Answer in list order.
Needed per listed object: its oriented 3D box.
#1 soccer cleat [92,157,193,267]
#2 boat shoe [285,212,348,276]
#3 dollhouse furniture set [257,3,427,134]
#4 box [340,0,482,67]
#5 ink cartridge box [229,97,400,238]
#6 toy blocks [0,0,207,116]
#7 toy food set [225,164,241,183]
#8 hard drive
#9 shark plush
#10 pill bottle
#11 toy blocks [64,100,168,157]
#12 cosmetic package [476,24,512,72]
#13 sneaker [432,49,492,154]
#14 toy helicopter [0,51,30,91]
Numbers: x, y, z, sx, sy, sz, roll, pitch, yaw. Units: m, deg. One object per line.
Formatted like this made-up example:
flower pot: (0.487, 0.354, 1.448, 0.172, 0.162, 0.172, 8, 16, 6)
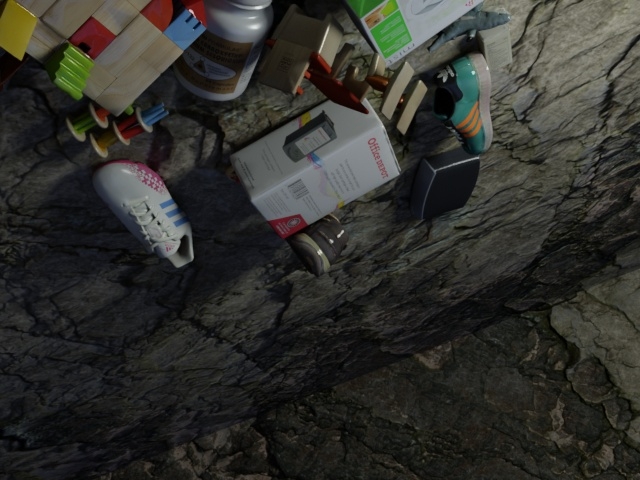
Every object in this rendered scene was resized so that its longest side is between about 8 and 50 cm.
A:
soccer cleat: (-0.346, -0.049, 1.628, 0.116, 0.143, 0.331, -26, 153, 7)
boat shoe: (0.000, 0.000, 1.865, 0.130, 0.132, 0.355, -36, -168, -4)
dollhouse furniture set: (0.006, -0.267, 1.312, 0.135, 0.262, 0.259, -65, 153, -2)
box: (0.158, -0.430, 1.258, 0.262, 0.126, 0.231, -34, 165, 8)
ink cartridge box: (-0.007, -0.158, 1.676, 0.306, 0.131, 0.226, -30, 153, 1)
toy blocks: (-0.305, -0.356, 1.089, 0.261, 0.190, 0.381, -42, 141, 9)
toy food set: (-0.163, -0.151, 1.714, 0.083, 0.020, 0.083, -23, 153, 0)
hard drive: (0.326, -0.145, 2.058, 0.172, 0.054, 0.254, -17, 153, -11)
shark plush: (0.279, -0.411, 1.516, 0.161, 0.067, 0.073, -22, 154, -1)
pill bottle: (-0.147, -0.343, 1.250, 0.131, 0.131, 0.229, -6, 149, -29)
toy blocks: (-0.358, -0.218, 1.407, 0.148, 0.054, 0.123, -27, 153, 10)
cosmetic package: (0.357, -0.401, 1.623, 0.060, 0.041, 0.115, -24, 153, 4)
sneaker: (0.303, -0.286, 1.736, 0.121, 0.108, 0.302, -21, 145, -1)
toy helicopter: (-0.577, -0.240, 1.139, 0.235, 0.140, 0.355, 10, 152, -42)
